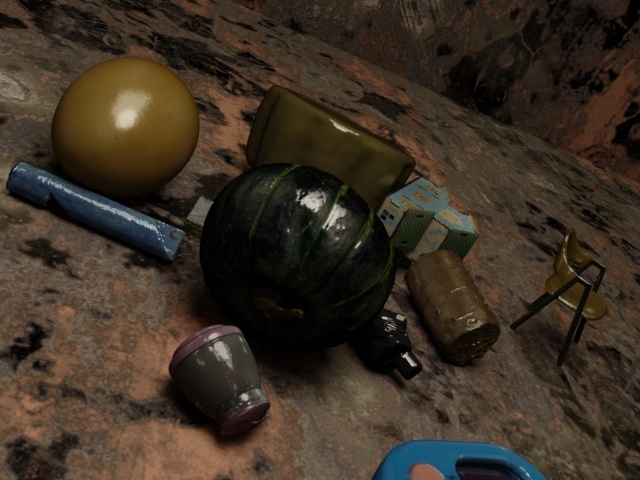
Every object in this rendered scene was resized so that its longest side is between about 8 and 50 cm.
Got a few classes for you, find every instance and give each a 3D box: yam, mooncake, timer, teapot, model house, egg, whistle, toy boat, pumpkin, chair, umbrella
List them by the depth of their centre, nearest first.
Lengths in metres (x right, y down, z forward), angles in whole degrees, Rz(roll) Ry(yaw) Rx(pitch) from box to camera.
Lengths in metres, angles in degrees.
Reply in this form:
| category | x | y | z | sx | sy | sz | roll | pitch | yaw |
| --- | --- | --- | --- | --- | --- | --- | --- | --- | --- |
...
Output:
| category | x | y | z | sx | sy | sz | roll | pitch | yaw |
| --- | --- | --- | --- | --- | --- | --- | --- | --- | --- |
| timer | 0.226 | 0.420 | 0.942 | 0.309 | 0.115 | 0.340 | 11 | 32 | -28 |
| teapot | -0.134 | 0.207 | 1.018 | 0.116 | 0.148 | 0.146 | -29 | 67 | -17 |
| pumpkin | -0.039 | 0.025 | 1.160 | 0.323 | 0.323 | 0.241 | 31 | 53 | 6 |
| whistle | -0.386 | -0.050 | 1.249 | 0.304 | 0.062 | 0.062 | 25 | 27 | -7 |
| umbrella | 0.089 | 0.140 | 1.312 | 0.110 | 0.122 | 0.272 | -30 | 61 | -21 |
| egg | -0.359 | -0.206 | 1.335 | 0.250 | 0.250 | 0.322 | 26 | 29 | -4 |
| toy boat | -0.228 | -0.051 | 1.443 | 0.063 | 0.016 | 0.115 | 26 | 28 | -5 |
| yam | 0.268 | 0.133 | 1.455 | 0.128 | 0.129 | 0.238 | 13 | 30 | -26 |
| chair | 0.557 | 0.120 | 1.617 | 0.172 | 0.246 | 0.159 | 39 | 30 | 18 |
| model house | 0.237 | -0.013 | 1.627 | 0.207 | 0.178 | 0.271 | 34 | 26 | 14 |
| mooncake | 0.016 | -0.189 | 1.658 | 0.379 | 0.200 | 0.378 | 27 | 13 | -7 |
